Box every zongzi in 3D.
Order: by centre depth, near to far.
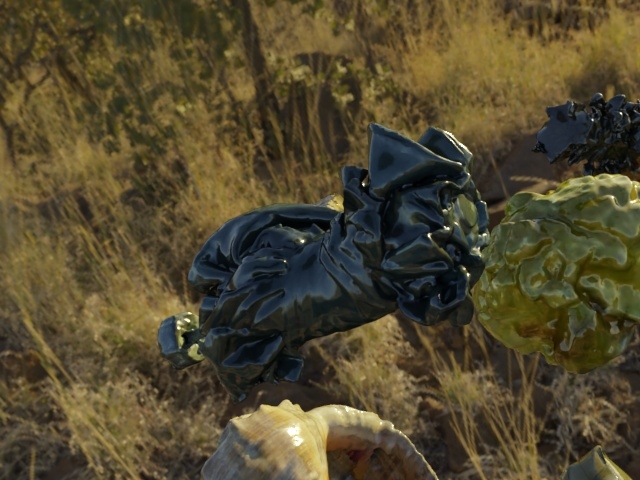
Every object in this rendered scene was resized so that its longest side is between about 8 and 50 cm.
[{"bbox_3d":[0.481,0.443,1.118,0.094,0.205,0.204,-41,30,6],"label":"zongzi"}]

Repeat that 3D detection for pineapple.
[{"bbox_3d":[0.432,-0.142,1.017,0.279,0.157,0.157,8,32,-7],"label":"pineapple"}]

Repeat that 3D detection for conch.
[{"bbox_3d":[0.008,0.349,0.911,0.297,0.210,0.352,-17,64,-39],"label":"conch"}]

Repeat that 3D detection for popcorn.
[{"bbox_3d":[0.314,0.040,0.871,0.252,0.206,0.236,24,79,19],"label":"popcorn"}]

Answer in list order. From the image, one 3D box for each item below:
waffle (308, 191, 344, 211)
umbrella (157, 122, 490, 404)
[{"bbox_3d":[0.000,0.001,1.011,0.148,0.102,0.042,-30,30,41],"label":"waffle"},{"bbox_3d":[-0.025,0.037,0.579,0.349,0.094,0.143,-25,55,39],"label":"umbrella"}]
